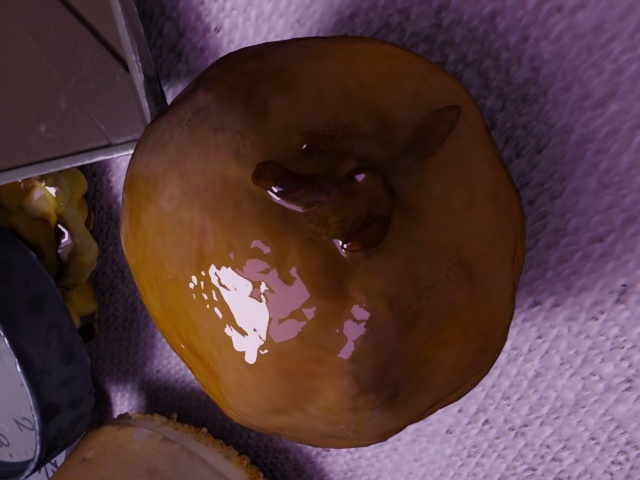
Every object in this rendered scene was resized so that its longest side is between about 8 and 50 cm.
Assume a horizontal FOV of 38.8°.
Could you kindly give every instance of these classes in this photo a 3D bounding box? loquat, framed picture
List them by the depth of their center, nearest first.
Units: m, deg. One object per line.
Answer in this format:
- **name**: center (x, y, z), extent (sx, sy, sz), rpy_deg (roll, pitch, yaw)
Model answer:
- **loquat**: center (0.000, 0.000, 0.492), extent (0.238, 0.193, 0.238), rpy_deg (48, 154, 33)
- **framed picture**: center (-0.210, -0.170, 0.607), extent (0.189, 0.023, 0.260), rpy_deg (-10, 102, 31)

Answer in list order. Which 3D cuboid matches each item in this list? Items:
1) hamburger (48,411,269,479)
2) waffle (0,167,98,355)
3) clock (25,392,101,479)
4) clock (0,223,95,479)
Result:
- **hamburger**: center (-0.132, 0.290, 0.826), extent (0.302, 0.170, 0.302), rpy_deg (18, 125, 27)
- **waffle**: center (-0.354, -0.022, 0.835), extent (0.382, 0.095, 0.379), rpy_deg (30, 129, 16)
- **clock**: center (-0.363, 0.209, 1.017), extent (0.279, 0.049, 0.273), rpy_deg (29, 120, 21)
- **clock**: center (-0.337, 0.082, 0.796), extent (0.313, 0.061, 0.312), rpy_deg (18, 128, 24)
